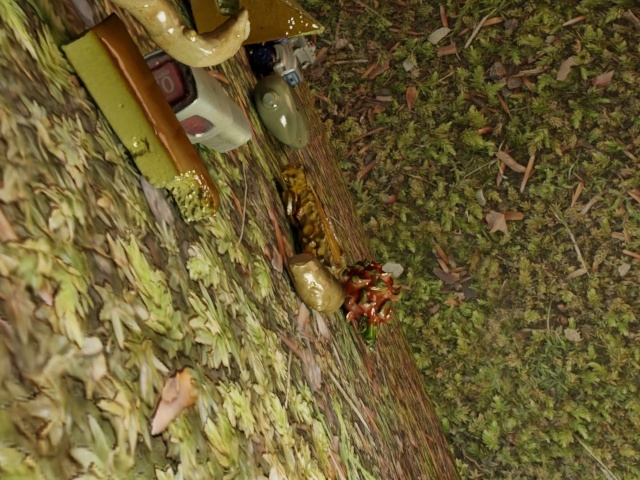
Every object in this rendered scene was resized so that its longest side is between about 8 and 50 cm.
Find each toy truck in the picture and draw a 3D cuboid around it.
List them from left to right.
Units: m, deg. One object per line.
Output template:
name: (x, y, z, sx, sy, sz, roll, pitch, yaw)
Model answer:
toy truck: (-0.105, -0.524, 1.774, 0.161, 0.177, 0.213, 52, 17, -65)

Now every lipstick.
lipstick: (-0.155, -0.167, 0.818, 0.253, 0.079, 0.077, 6, 60, -82)

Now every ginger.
ginger: (-0.175, -0.224, 0.567, 0.288, 0.075, 0.089, 15, 6, -43)
ginger: (-0.006, 0.079, 1.126, 0.095, 0.069, 0.190, 46, -1, 26)

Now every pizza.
pizza: (0.000, 0.000, 1.362, 0.251, 0.074, 0.288, 55, 15, -53)

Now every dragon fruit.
dragon fruit: (0.118, 0.151, 1.492, 0.135, 0.137, 0.236, 117, -37, -51)

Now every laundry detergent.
laundry detergent: (-0.095, -0.312, 1.556, 0.253, 0.091, 0.181, 2, 71, -81)

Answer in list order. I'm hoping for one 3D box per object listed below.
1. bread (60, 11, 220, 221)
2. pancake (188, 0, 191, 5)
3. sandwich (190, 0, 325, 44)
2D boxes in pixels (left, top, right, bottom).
bread: (-0.173, -0.112, 0.654, 0.088, 0.049, 0.226, -99, 165, -62)
pancake: (-0.268, -0.504, 1.215, 0.139, 0.022, 0.140, -24, 90, -82)
sandwich: (-0.117, -0.424, 1.195, 0.122, 0.235, 0.128, -74, 157, -61)
